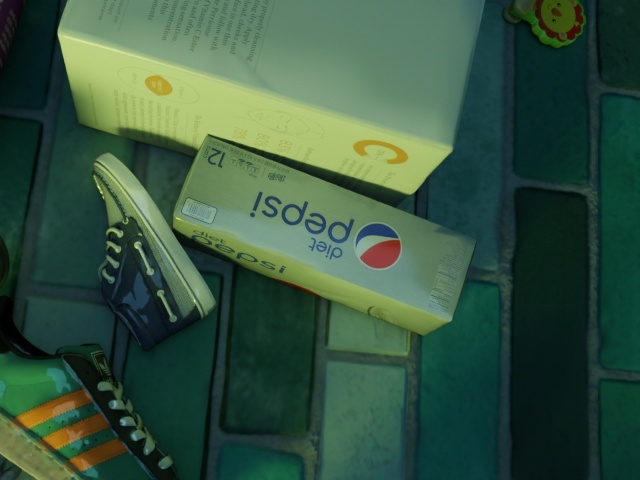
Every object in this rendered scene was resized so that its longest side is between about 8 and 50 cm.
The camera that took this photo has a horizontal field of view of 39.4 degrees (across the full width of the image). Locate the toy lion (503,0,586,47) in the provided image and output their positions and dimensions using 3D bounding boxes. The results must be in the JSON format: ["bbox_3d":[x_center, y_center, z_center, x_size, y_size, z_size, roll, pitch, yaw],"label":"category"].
[{"bbox_3d":[0.266,-0.277,1.041,0.096,0.034,0.100,18,74,-13],"label":"toy lion"}]

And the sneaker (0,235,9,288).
[{"bbox_3d":[-0.416,0.043,0.813,0.295,0.147,0.105,-5,105,18],"label":"sneaker"}]

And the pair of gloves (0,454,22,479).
[{"bbox_3d":[-0.301,0.282,0.810,0.198,0.023,0.159,38,75,1],"label":"pair of gloves"}]

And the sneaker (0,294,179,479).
[{"bbox_3d":[-0.210,0.162,0.809,0.302,0.108,0.121,33,78,0],"label":"sneaker"}]

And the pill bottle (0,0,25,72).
[{"bbox_3d":[-0.378,-0.195,0.831,0.169,0.169,0.302,14,75,-7],"label":"pill bottle"}]

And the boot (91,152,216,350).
[{"bbox_3d":[-0.187,0.011,0.868,0.086,0.069,0.190,-34,87,-19],"label":"boot"}]

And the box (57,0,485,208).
[{"bbox_3d":[-0.050,-0.172,0.860,0.345,0.215,0.168,16,74,-7],"label":"box"}]

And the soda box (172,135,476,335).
[{"bbox_3d":[0.000,0.000,0.890,0.286,0.098,0.091,21,73,-5],"label":"soda box"}]
